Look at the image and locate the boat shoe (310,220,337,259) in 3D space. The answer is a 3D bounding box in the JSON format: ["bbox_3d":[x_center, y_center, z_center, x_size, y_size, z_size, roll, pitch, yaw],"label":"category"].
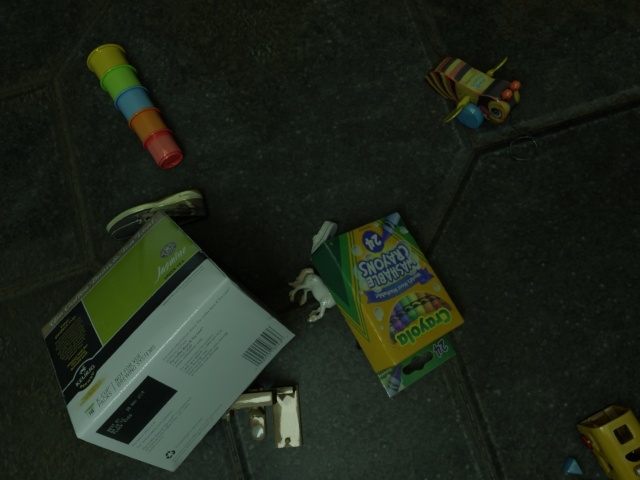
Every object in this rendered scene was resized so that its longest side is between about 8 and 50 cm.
[{"bbox_3d":[0.000,0.000,1.144,0.035,0.035,0.100,24,83,35],"label":"boat shoe"}]

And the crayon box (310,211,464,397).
[{"bbox_3d":[0.148,0.120,1.041,0.203,0.083,0.322,-22,77,-32],"label":"crayon box"}]

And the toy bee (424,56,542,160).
[{"bbox_3d":[0.374,-0.324,1.127,0.299,0.162,0.195,20,78,7],"label":"toy bee"}]

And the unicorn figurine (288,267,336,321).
[{"bbox_3d":[0.006,0.119,1.089,0.162,0.060,0.111,44,99,13],"label":"unicorn figurine"}]

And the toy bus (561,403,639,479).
[{"bbox_3d":[0.594,0.421,0.982,0.202,0.104,0.190,16,79,7],"label":"toy bus"}]

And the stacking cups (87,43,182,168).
[{"bbox_3d":[-0.434,-0.306,1.207,0.096,0.096,0.316,-31,81,-4],"label":"stacking cups"}]

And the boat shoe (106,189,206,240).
[{"bbox_3d":[-0.363,-0.044,1.146,0.224,0.080,0.073,-23,73,-6],"label":"boat shoe"}]

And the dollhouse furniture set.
[{"bbox_3d":[-0.121,0.358,1.011,0.144,0.151,0.123,-6,78,4],"label":"dollhouse furniture set"}]

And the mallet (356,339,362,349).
[{"bbox_3d":[0.101,0.144,1.107,0.063,0.039,0.189,-6,73,5],"label":"mallet"}]

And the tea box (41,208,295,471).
[{"bbox_3d":[-0.289,0.170,0.956,0.329,0.220,0.324,-47,44,-6],"label":"tea box"}]
